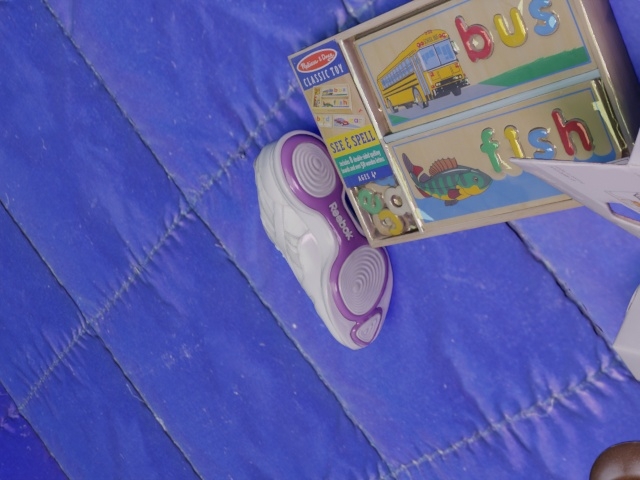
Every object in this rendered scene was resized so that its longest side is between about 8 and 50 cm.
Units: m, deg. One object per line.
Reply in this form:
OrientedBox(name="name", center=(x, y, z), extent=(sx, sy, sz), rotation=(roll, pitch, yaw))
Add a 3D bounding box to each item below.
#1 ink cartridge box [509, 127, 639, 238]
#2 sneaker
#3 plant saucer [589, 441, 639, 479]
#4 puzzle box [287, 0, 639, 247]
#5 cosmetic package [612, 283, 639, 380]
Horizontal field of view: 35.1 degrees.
OrientedBox(name="ink cartridge box", center=(0.355, -0.036, 0.869), extent=(0.261, 0.296, 0.066), rotation=(13, 82, 52))
OrientedBox(name="sneaker", center=(0.000, 0.000, 1.365), extent=(0.152, 0.114, 0.305), rotation=(-6, 106, 60))
OrientedBox(name="plant saucer", center=(0.409, 0.337, 1.220), extent=(0.198, 0.036, 0.199), rotation=(23, 129, 31))
OrientedBox(name="puzzle box", center=(0.160, -0.149, 1.140), extent=(0.408, 0.052, 0.272), rotation=(-13, 104, 47))
OrientedBox(name="cosmetic package", center=(0.417, 0.099, 0.974), extent=(0.231, 0.117, 0.085), rotation=(14, 157, 46))
